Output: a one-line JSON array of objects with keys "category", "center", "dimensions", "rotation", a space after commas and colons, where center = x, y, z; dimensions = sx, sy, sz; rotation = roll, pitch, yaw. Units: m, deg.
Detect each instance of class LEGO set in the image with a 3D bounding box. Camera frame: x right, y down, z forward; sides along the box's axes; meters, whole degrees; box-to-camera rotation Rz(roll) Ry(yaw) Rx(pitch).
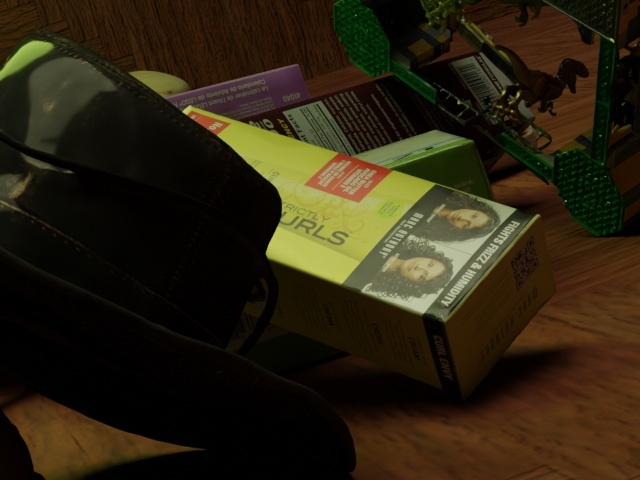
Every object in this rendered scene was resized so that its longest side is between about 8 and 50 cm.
[{"category": "LEGO set", "center": [0.167, -0.180, 1.125], "dimensions": [0.192, 0.255, 0.331], "rotation": [-32, 43, -25]}]

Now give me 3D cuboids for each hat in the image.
[{"category": "hat", "center": [-0.115, -0.014, 0.767], "dimensions": [0.331, 0.134, 0.331], "rotation": [21, -14, 5]}]

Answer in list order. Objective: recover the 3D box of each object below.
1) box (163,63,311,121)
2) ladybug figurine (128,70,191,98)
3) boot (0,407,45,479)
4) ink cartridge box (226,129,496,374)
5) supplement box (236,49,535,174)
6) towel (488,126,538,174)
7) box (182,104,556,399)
[{"category": "box", "center": [-0.171, -0.045, 1.244], "dimensions": [0.293, 0.057, 0.201], "rotation": [-19, -2, -38]}, {"category": "ladybug figurine", "center": [-0.296, -0.061, 1.818], "dimensions": [0.305, 0.162, 0.449], "rotation": [-10, 10, 35]}, {"category": "boot", "center": [-0.223, 0.086, 0.822], "dimensions": [0.112, 0.115, 0.305], "rotation": [-26, 12, -34]}, {"category": "ink cartridge box", "center": [0.000, 0.000, 1.094], "dimensions": [0.188, 0.097, 0.255], "rotation": [-18, 9, -4]}, {"category": "supplement box", "center": [0.026, -0.052, 1.248], "dimensions": [0.239, 0.073, 0.130], "rotation": [-19, -21, -35]}, {"category": "towel", "center": [-0.025, -0.037, 1.514], "dimensions": [0.331, 0.053, 0.317], "rotation": [-21, 9, -28]}, {"category": "box", "center": [-0.001, 0.000, 0.882], "dimensions": [0.232, 0.058, 0.087], "rotation": [20, 52, 37]}]
